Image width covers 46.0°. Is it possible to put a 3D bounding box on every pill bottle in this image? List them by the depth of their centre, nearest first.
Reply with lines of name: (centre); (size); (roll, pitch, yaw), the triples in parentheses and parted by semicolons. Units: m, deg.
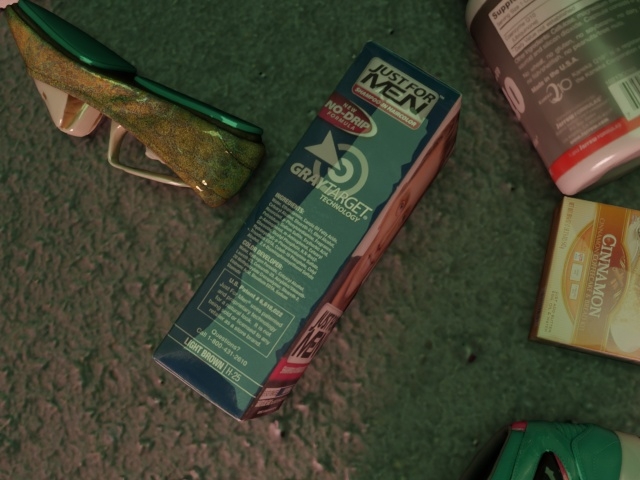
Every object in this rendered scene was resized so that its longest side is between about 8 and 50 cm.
pill bottle: (0.244, -0.202, 0.743); (0.161, 0.161, 0.283); (-27, 78, 3)

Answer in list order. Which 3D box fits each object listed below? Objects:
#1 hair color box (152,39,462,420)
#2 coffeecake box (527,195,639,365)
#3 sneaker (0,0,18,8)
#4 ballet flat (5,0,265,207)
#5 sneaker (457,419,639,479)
hair color box: (0.000, 0.000, 0.738); (0.105, 0.174, 0.347); (33, 87, 11)
coffeecake box: (0.314, 0.049, 0.739); (0.186, 0.068, 0.142); (12, 82, 9)
sneaker: (-0.342, -0.353, 0.868); (0.297, 0.129, 0.110); (-12, 81, 7)
ballet flat: (-0.225, -0.146, 0.831); (0.349, 0.123, 0.123); (30, 86, 12)
sneaker: (0.175, 0.296, 0.688); (0.179, 0.124, 0.295); (17, 76, 6)
